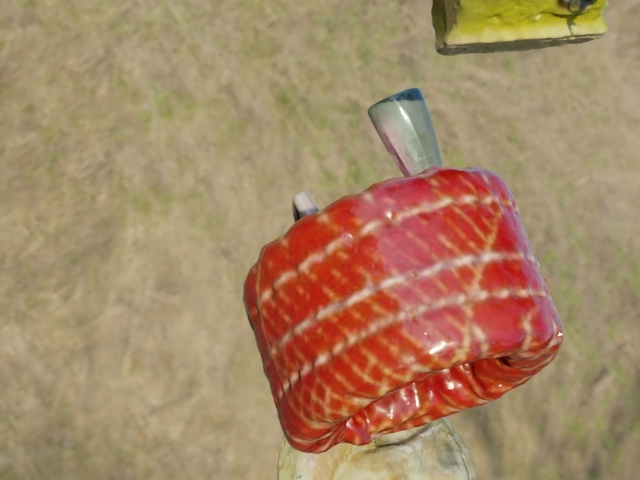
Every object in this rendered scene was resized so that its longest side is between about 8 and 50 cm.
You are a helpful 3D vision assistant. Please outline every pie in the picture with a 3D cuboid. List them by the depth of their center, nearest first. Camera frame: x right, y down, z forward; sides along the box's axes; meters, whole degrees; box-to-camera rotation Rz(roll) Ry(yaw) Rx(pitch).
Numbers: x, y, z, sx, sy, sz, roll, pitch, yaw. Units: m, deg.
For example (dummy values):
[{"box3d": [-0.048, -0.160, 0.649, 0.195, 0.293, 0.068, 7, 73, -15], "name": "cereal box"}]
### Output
[{"box3d": [0.084, 0.325, 1.909, 0.337, 0.075, 0.337, 18, 59, -32], "name": "pie"}]

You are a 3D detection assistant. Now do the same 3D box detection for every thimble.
[{"box3d": [0.094, 0.081, 1.572, 0.350, 0.350, 0.230, 25, 43, -64], "name": "thimble"}]

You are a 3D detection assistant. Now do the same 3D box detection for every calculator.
[{"box3d": [0.000, 0.000, 2.153, 0.175, 0.032, 0.100, 60, -12, 24], "name": "calculator"}]

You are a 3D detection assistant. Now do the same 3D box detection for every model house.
[{"box3d": [0.221, -0.301, 1.541, 0.234, 0.193, 0.174, 93, -10, -66], "name": "model house"}]

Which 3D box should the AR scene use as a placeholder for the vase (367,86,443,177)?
[{"box3d": [0.149, -0.114, 2.065, 0.214, 0.086, 0.086, 66, 15, 1], "name": "vase"}]
